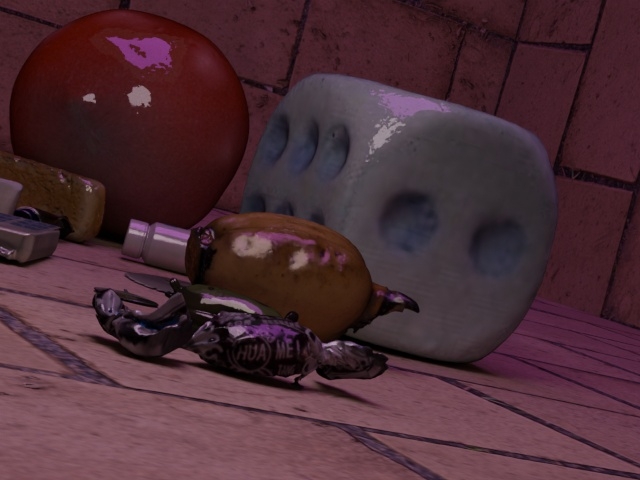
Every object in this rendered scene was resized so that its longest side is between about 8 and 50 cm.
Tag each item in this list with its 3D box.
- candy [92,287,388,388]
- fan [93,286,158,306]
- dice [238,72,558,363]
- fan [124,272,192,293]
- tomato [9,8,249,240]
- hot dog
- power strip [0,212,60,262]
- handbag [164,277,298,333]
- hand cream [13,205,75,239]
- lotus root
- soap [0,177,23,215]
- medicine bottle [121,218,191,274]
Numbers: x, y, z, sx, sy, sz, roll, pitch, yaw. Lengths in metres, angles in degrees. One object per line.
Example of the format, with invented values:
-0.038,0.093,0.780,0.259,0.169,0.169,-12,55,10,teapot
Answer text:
-0.058,0.073,1.124,0.226,0.051,0.094,14,0,-22,candy
-0.175,0.053,1.412,0.060,0.003,0.080,17,3,19,fan
0.079,-0.026,1.657,0.262,0.265,0.268,15,3,-29,dice
-0.118,0.053,1.684,0.190,0.009,0.329,15,3,-3,fan
-0.256,-0.152,2.009,0.321,0.322,0.321,15,2,-1,tomato
-0.363,-0.060,1.883,0.242,0.084,0.073,16,-1,25,hot dog
-0.311,-0.005,1.500,0.081,0.035,0.192,15,2,-2,power strip
-0.076,0.065,1.233,0.111,0.047,0.072,17,1,-1,handbag
-0.325,-0.019,1.728,0.062,0.039,0.163,-1,0,1,hand cream
-0.019,0.040,1.380,0.220,0.118,0.125,17,34,-17,lotus root
-0.424,-0.055,1.606,0.183,0.064,0.121,14,0,-41,soap
-0.188,0.006,1.796,0.089,0.052,0.052,15,3,-9,medicine bottle
